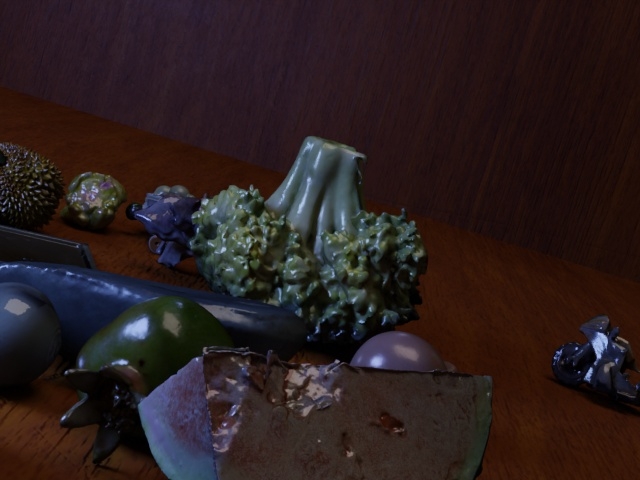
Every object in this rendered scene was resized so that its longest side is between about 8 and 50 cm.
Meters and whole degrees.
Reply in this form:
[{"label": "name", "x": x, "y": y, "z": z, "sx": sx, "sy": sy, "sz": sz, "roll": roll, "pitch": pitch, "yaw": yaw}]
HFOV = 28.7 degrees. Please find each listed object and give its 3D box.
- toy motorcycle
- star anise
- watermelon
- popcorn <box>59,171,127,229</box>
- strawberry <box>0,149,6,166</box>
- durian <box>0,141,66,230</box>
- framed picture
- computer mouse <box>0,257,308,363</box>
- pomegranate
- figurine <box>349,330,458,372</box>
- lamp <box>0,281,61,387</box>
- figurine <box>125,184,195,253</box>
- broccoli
[{"label": "toy motorcycle", "x": 0.484, "y": 0.196, "z": 1.973, "sx": 0.229, "sy": 0.130, "sz": 0.094, "roll": 21, "pitch": -10, "yaw": 23}, {"label": "star anise", "x": -0.175, "y": -0.010, "z": 1.921, "sx": 0.229, "sy": 0.093, "sz": 0.236, "roll": 14, "pitch": -22, "yaw": -8}, {"label": "watermelon", "x": 0.011, "y": 0.176, "z": 1.077, "sx": 0.305, "sy": 0.180, "sz": 0.224, "roll": 6, "pitch": 21, "yaw": -34}, {"label": "popcorn", "x": -0.378, "y": -0.067, "z": 2.091, "sx": 0.097, "sy": 0.109, "sz": 0.089, "roll": 50, "pitch": -29, "yaw": -6}, {"label": "strawberry", "x": -0.551, "y": -0.078, "z": 1.458, "sx": 0.292, "sy": 0.310, "sz": 0.292, "roll": 51, "pitch": 10, "yaw": -12}, {"label": "durian", "x": -0.467, "y": -0.086, "z": 1.902, "sx": 0.158, "sy": 0.137, "sz": 0.168, "roll": 4, "pitch": -16, "yaw": 9}, {"label": "framed picture", "x": -0.409, "y": 0.024, "z": 1.725, "sx": 0.213, "sy": 0.016, "sz": 0.289, "roll": 13, "pitch": 10, "yaw": -20}, {"label": "computer mouse", "x": -0.202, "y": 0.096, "z": 1.358, "sx": 0.371, "sy": 0.122, "sz": 0.188, "roll": 14, "pitch": -2, "yaw": 9}, {"label": "pomegranate", "x": -0.163, "y": 0.131, "z": 1.169, "sx": 0.131, "sy": 0.152, "sz": 0.191, "roll": 56, "pitch": 15, "yaw": -2}, {"label": "figurine", "x": 0.093, "y": 0.170, "z": 1.501, "sx": 0.125, "sy": 0.125, "sz": 0.138, "roll": 19, "pitch": 25, "yaw": 13}, {"label": "lamp", "x": -0.307, "y": 0.093, "z": 1.235, "sx": 0.105, "sy": 0.105, "sz": 0.105, "roll": 17, "pitch": 9, "yaw": -3}, {"label": "figurine", "x": -0.257, "y": -0.037, "z": 2.123, "sx": 0.147, "sy": 0.093, "sz": 0.197, "roll": 5, "pitch": 12, "yaw": -7}, {"label": "broccoli", "x": -0.009, "y": -0.004, "z": 1.790, "sx": 0.348, "sy": 0.281, "sz": 0.293, "roll": 17, "pitch": 10, "yaw": -2}]
